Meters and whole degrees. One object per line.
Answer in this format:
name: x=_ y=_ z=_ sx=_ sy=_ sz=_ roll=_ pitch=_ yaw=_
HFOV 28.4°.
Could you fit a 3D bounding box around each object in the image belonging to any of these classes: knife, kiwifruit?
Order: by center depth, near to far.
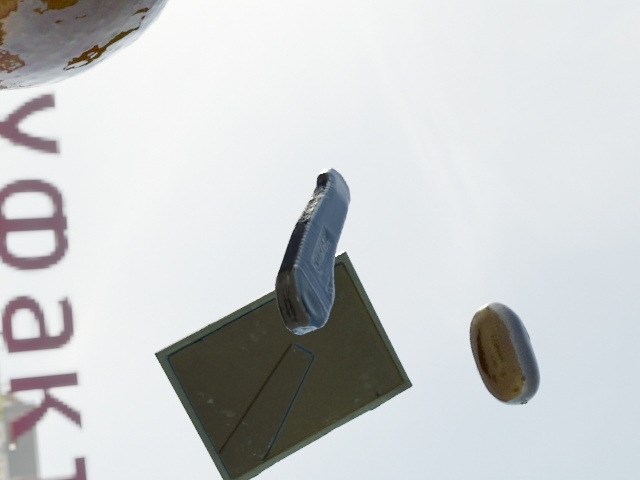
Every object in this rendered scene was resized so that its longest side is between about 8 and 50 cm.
knife: x=0.000 y=0.000 z=0.624 sx=0.018 sy=0.031 sz=0.121 roll=-24 pitch=-152 yaw=30
kiwifruit: x=0.210 y=0.131 z=1.451 sx=0.075 sy=0.075 sz=0.124 roll=-51 pitch=-129 yaw=52

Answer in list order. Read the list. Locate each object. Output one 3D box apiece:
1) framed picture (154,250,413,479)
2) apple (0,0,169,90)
framed picture: x=-0.039 y=0.148 z=1.451 sx=0.184 sy=0.250 sz=0.016 roll=62 pitch=-9 yaw=-8
apple: x=-0.219 y=-0.243 z=0.891 sx=0.301 sy=0.302 sz=0.301 roll=11 pitch=-77 yaw=62
